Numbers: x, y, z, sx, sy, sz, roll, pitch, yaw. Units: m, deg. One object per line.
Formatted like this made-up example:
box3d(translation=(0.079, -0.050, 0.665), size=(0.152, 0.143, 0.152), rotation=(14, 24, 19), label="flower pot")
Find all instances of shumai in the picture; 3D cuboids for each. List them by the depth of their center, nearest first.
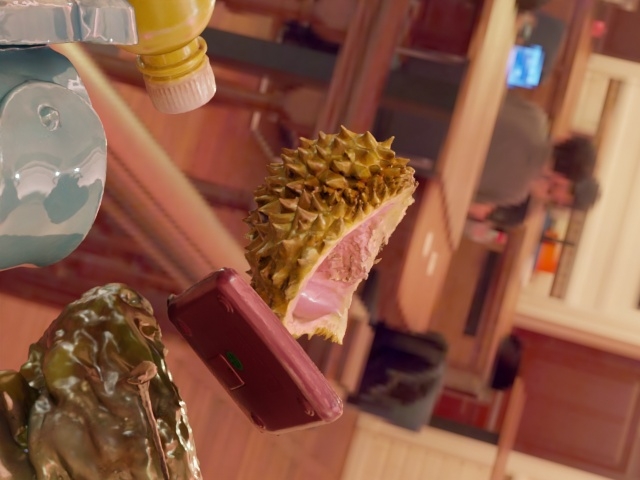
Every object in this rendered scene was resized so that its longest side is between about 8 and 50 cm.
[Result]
box3d(translation=(-0.226, 0.199, 1.117), size=(0.309, 0.263, 0.304), rotation=(-156, -123, -76), label="shumai")

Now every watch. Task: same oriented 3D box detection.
box3d(translation=(-0.230, -0.076, 0.946), size=(0.211, 0.211, 0.193), rotation=(-33, 130, -70), label="watch")

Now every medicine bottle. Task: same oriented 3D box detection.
box3d(translation=(-0.160, -0.229, 1.410), size=(0.122, 0.121, 0.212), rotation=(-61, 144, -47), label="medicine bottle")

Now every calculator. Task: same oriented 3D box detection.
box3d(translation=(-0.053, 0.081, 1.000), size=(0.034, 0.127, 0.190), rotation=(-38, -177, -18), label="calculator")

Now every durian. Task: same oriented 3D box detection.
box3d(translation=(-0.001, 0.000, 1.279), size=(0.182, 0.132, 0.165), rotation=(138, -45, -64), label="durian")

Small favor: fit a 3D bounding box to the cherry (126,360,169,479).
box3d(translation=(-0.058, 0.177, 0.705), size=(0.188, 0.115, 0.148), rotation=(88, 21, -54), label="cherry")
